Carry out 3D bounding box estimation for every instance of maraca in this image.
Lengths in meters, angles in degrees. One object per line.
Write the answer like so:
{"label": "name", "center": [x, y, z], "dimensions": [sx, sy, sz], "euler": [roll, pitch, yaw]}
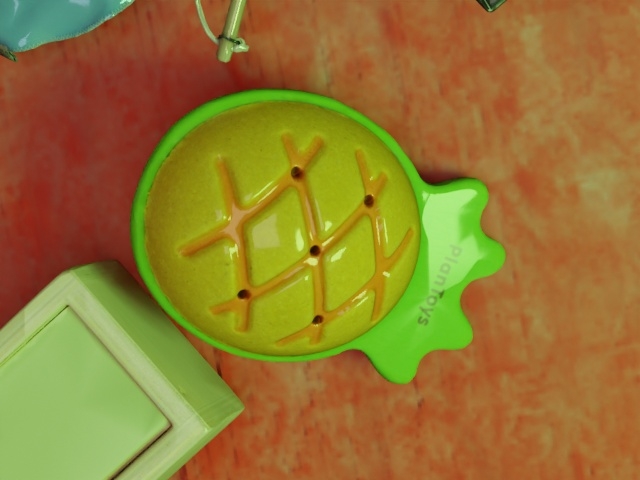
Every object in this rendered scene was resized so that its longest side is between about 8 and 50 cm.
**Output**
{"label": "maraca", "center": [0.000, 0.000, 0.917], "dimensions": [0.186, 0.099, 0.127], "euler": [20, 100, -23]}

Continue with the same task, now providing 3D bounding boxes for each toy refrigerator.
{"label": "toy refrigerator", "center": [-0.174, 0.136, 0.946], "dimensions": [0.269, 0.094, 0.102], "euler": [-42, 86, 9]}

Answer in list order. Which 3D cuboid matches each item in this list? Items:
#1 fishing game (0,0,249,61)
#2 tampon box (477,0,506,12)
{"label": "fishing game", "center": [-0.141, -0.181, 0.926], "dimensions": [0.264, 0.041, 0.189], "euler": [17, 102, 11]}
{"label": "tampon box", "center": [0.084, -0.175, 0.838], "dimensions": [0.120, 0.161, 0.101], "euler": [-41, 94, 11]}
